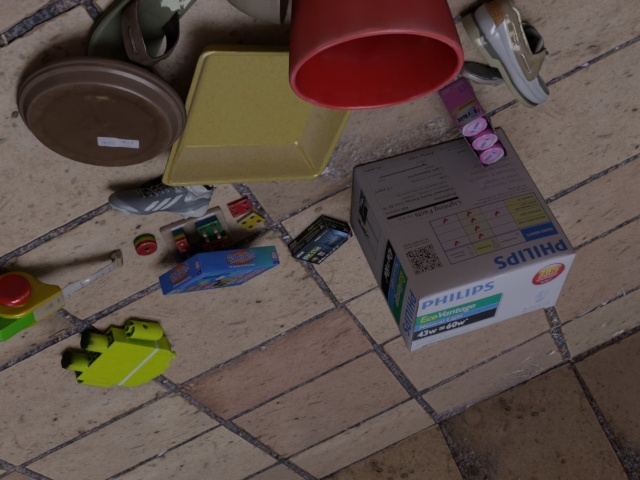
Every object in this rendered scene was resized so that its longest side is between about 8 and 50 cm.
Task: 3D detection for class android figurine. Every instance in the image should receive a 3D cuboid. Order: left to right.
[{"bbox_3d":[-0.469,0.277,2.361,0.273,0.056,0.248,14,132,-44],"label":"android figurine"}]

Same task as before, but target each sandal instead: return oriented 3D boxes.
[{"bbox_3d":[-0.267,-0.335,1.548,0.120,0.086,0.303,11,135,-42],"label":"sandal"}]

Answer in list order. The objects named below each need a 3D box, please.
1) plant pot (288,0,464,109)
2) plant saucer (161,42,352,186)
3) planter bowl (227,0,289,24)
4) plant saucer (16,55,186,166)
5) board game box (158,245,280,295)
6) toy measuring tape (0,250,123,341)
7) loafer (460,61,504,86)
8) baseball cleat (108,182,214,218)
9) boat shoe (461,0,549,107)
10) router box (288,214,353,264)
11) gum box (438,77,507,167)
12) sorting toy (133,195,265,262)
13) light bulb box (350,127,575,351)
[{"bbox_3d":[0.070,-0.363,1.525,0.275,0.243,0.275,-7,165,-2],"label":"plant pot"},{"bbox_3d":[-0.109,-0.241,1.797,0.333,0.081,0.332,-5,144,-28],"label":"plant saucer"},{"bbox_3d":[-0.102,-0.413,1.494,0.109,0.162,0.162,8,145,2],"label":"planter bowl"},{"bbox_3d":[-0.362,-0.202,1.645,0.278,0.041,0.278,-1,150,0],"label":"plant saucer"},{"bbox_3d":[-0.217,0.064,2.137,0.210,0.047,0.160,-5,164,-43],"label":"board game box"},{"bbox_3d":[-0.564,0.088,2.011,0.330,0.121,0.121,-34,155,-27],"label":"toy measuring tape"},{"bbox_3d":[0.323,-0.325,1.982,0.125,0.045,0.039,-1,149,-36],"label":"loafer"},{"bbox_3d":[-0.305,-0.097,1.914,0.206,0.072,0.109,2,125,-37],"label":"baseball cleat"},{"bbox_3d":[0.385,-0.356,1.905,0.103,0.113,0.302,-31,146,20],"label":"boat shoe"},{"bbox_3d":[0.000,0.000,2.262,0.092,0.038,0.122,17,131,-45],"label":"router box"},{"bbox_3d":[0.317,-0.238,2.045,0.062,0.107,0.188,-30,148,11],"label":"gum box"},{"bbox_3d":[-0.247,-0.001,2.097,0.275,0.046,0.132,-21,148,-4],"label":"sorting toy"},{"bbox_3d":[0.292,-0.006,2.135,0.358,0.361,0.225,-16,147,-11],"label":"light bulb box"}]
